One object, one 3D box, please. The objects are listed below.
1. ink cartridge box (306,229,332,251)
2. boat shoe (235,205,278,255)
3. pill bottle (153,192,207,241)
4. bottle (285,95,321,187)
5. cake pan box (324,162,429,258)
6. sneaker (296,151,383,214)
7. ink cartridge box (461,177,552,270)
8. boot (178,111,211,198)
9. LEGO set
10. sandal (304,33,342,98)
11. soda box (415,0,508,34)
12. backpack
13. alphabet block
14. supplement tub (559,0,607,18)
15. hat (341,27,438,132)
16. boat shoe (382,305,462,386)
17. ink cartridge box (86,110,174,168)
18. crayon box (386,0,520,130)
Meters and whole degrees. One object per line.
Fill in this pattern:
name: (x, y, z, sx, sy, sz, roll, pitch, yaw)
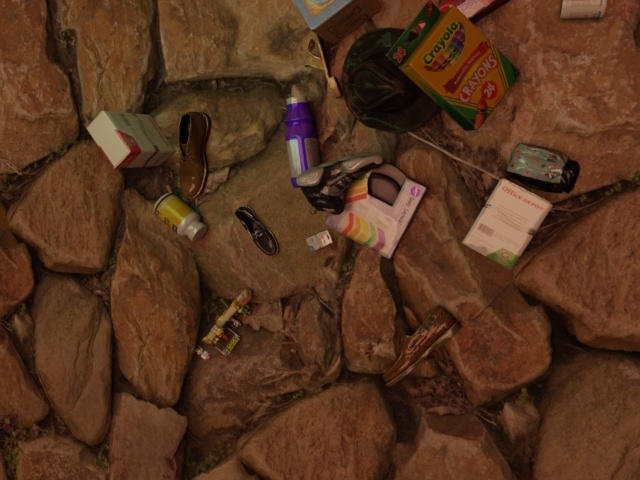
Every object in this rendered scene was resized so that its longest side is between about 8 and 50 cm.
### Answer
ink cartridge box: (0.000, 0.000, 1.753, 0.083, 0.028, 0.048, -23, 90, 21)
boat shoe: (-0.223, -0.029, 1.808, 0.075, 0.065, 0.206, -38, 85, 20)
pill bottle: (-0.494, -0.079, 1.875, 0.184, 0.103, 0.103, 39, 108, 11)
bottle: (-0.058, -0.311, 1.681, 0.092, 0.118, 0.282, -5, 97, 23)
cake pan box: (0.176, -0.113, 1.657, 0.246, 0.070, 0.266, 30, 106, 11)
sneaker: (0.072, -0.168, 1.604, 0.269, 0.101, 0.153, -16, 110, 7)
ink cartridge box: (0.536, -0.051, 1.523, 0.160, 0.092, 0.219, 32, 106, 12)
boot: (-0.458, -0.293, 1.828, 0.112, 0.115, 0.305, 11, 102, 16)
LEGO set: (-0.313, 0.306, 1.870, 0.107, 0.132, 0.287, 39, 85, -7)
sandal: (-0.011, -0.548, 1.648, 0.079, 0.088, 0.240, -20, 96, 15)
soda box: (0.399, -0.647, 1.487, 0.263, 0.092, 0.083, -29, 88, 21)
backpack: (0.612, -0.200, 1.461, 0.182, 0.152, 0.115, 24, 100, 28)
alphabet block: (0.036, -0.725, 1.548, 0.193, 0.197, 0.192, -29, 87, 20)
supplement tub: (0.696, -0.625, 1.398, 0.107, 0.071, 0.070, 7, 100, 18)
hat: (0.179, -0.455, 1.527, 0.332, 0.134, 0.331, 13, 115, 29)
boat shoe: (0.297, 0.331, 1.663, 0.307, 0.111, 0.104, -44, 78, 9)
ink cartridge box: (-0.646, -0.346, 1.821, 0.100, 0.237, 0.172, -37, 85, 23)
crayon box: (0.361, -0.476, 1.433, 0.319, 0.081, 0.202, 37, 89, -16)
